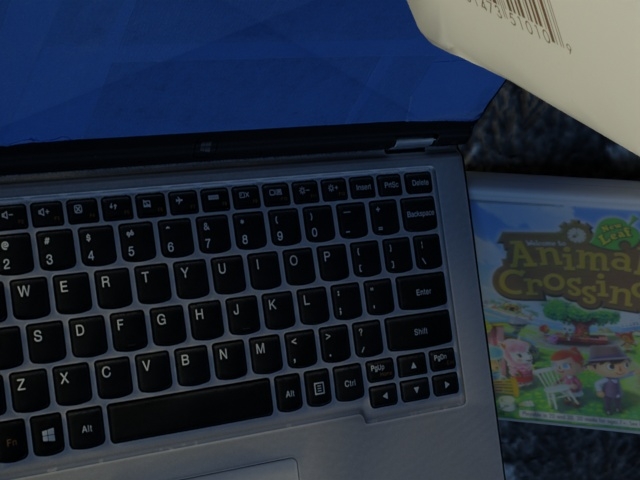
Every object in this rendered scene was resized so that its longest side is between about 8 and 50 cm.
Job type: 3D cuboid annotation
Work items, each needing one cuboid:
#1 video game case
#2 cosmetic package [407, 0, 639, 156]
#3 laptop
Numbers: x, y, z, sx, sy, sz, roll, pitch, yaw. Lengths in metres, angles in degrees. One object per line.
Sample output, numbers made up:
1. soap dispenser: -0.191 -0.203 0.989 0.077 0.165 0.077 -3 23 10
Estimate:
1. video game case: 0.178 0.044 1.055 0.212 0.023 0.193 4 129 19
2. cosmetic package: 0.219 -0.212 0.690 0.385 0.217 0.156 -32 124 -12
3. laptop: 0.000 0.000 0.814 0.382 0.408 0.236 -6 178 -37
